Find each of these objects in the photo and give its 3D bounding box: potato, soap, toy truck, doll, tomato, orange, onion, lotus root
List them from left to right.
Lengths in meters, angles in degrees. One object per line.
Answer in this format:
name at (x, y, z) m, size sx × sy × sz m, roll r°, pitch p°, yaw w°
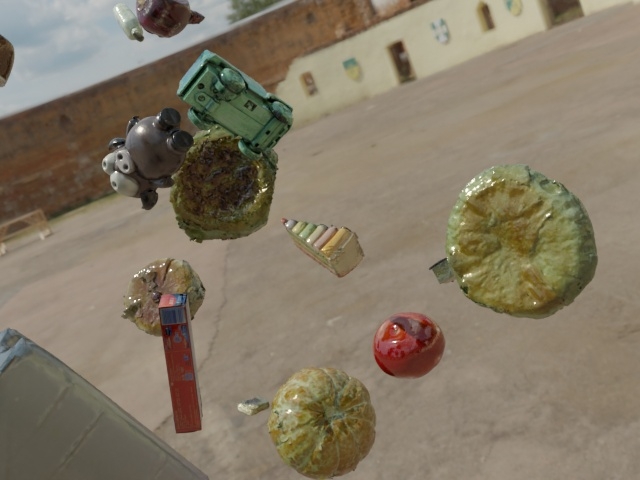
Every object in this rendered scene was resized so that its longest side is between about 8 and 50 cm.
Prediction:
lotus root at (-0.622, -0.333, 1.345) m, size 0.122 × 0.112 × 0.081 m, roll 5°, pitch 68°, yaw 30°
soap at (-0.388, 0.387, 1.050) m, size 0.350 × 0.435 × 0.213 m, roll -49°, pitch 24°, yaw -21°
doll at (-0.377, -0.179, 1.600) m, size 0.257 × 0.182 × 0.117 m, roll -30°, pitch -5°, yaw 35°
onion at (-0.423, -0.628, 2.036) m, size 0.135 × 0.173 × 0.198 m, roll -42°, pitch -39°, yaw 25°
toy truck at (-0.201, -0.328, 1.775) m, size 0.155 × 0.279 × 0.156 m, roll -45°, pitch 35°, yaw 23°
orange at (0.010, 0.530, 2.147) m, size 0.329 × 0.329 × 0.249 m, roll -26°, pitch -13°, yaw -20°
tomato at (0.228, 0.272, 1.923) m, size 0.195 × 0.136 × 0.195 m, roll -27°, pitch 36°, yaw 22°
potato at (0.342, 0.071, 1.901) m, size 0.086 × 0.061 × 0.122 m, roll -36°, pitch -14°, yaw 31°

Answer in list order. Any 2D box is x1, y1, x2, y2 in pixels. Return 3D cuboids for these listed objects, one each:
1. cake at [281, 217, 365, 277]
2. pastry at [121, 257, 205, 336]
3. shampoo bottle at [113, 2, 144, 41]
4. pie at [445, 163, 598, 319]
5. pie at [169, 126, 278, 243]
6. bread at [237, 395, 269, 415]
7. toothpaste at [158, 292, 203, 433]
cake at (-0.010, 0.017, 1.793) m, size 0.225 × 0.109 × 0.090 m, roll 12°, pitch 60°, yaw 38°
pastry at (-0.481, 0.167, 2.224) m, size 0.257 × 0.236 × 0.121 m, roll -53°, pitch -24°, yaw -1°
shampoo bottle at (-0.475, -0.537, 1.845) m, size 0.045 × 0.077 × 0.152 m, roll -30°, pitch 49°, yaw -13°
pie at (0.377, 0.009, 1.401) m, size 0.306 × 0.306 × 0.071 m, roll -16°, pitch -6°, yaw 28°
pie at (-0.270, -0.155, 2.028) m, size 0.288 × 0.354 × 0.103 m, roll 12°, pitch 7°, yaw -3°
bread at (-0.201, 0.502, 2.223) m, size 0.083 × 0.035 × 0.070 m, roll -11°, pitch 14°, yaw -39°
toothpaste at (-0.318, 0.283, 1.680) m, size 0.066 × 0.320 × 0.076 m, roll -4°, pitch 17°, yaw -5°
